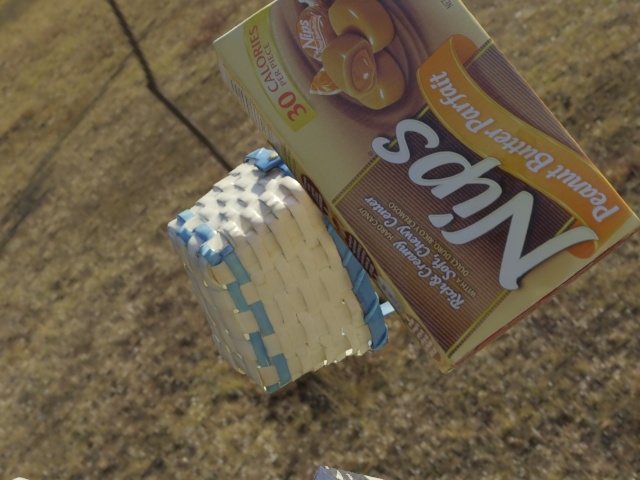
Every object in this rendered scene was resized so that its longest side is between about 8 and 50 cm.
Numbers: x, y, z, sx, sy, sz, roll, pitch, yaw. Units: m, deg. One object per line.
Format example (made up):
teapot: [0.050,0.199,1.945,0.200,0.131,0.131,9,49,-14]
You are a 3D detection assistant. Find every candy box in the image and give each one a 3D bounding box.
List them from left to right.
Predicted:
candy box: [0.079,-0.075,0.844,0.183,0.316,0.087,-36,-9,-6]

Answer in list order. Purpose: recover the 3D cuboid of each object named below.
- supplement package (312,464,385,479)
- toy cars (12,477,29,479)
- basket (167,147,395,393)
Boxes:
supplement package: [0.100,0.365,0.986,0.293,0.177,0.175,30,97,54]
toy cars: [-0.288,0.238,0.767,0.087,0.393,0.176,-119,33,-62]
basket: [0.000,0.000,1.129,0.289,0.255,0.201,-27,28,-15]
